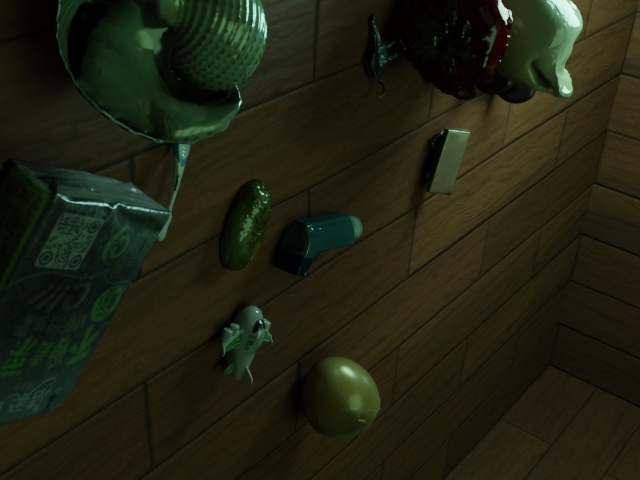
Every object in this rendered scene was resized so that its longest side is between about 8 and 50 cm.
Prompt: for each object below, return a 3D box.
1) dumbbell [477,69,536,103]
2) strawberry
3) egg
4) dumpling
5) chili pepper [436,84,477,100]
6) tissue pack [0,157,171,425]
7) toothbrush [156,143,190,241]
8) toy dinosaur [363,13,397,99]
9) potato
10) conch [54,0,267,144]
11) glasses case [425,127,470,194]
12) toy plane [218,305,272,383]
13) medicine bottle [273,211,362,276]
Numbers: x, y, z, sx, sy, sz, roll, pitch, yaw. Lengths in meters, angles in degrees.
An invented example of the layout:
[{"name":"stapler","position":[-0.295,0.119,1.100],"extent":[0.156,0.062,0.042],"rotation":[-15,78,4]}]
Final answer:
[{"name":"dumbbell","position":[0.522,-0.465,2.422],"extent":[0.225,0.124,0.140],"rotation":[-1,113,-57]},{"name":"strawberry","position":[0.309,-0.488,1.961],"extent":[0.220,0.274,0.274],"rotation":[-35,140,-63]},{"name":"egg","position":[0.049,0.405,2.242],"extent":[0.201,0.201,0.244],"rotation":[-45,131,-31]},{"name":"dumpling","position":[0.503,-0.532,2.101],"extent":[0.395,0.233,0.315],"rotation":[58,21,-11]},{"name":"chili pepper","position":[0.391,-0.527,2.177],"extent":[0.338,0.131,0.134],"rotation":[-64,150,-14]},{"name":"tissue pack","position":[-0.419,0.087,1.274],"extent":[0.394,0.124,0.288],"rotation":[-60,159,10]},{"name":"toothbrush","position":[-0.242,-0.181,1.532],"extent":[0.040,0.040,0.386],"rotation":[1,110,-57]},{"name":"toy dinosaur","position":[0.133,-0.415,1.940],"extent":[0.080,0.045,0.197],"rotation":[-27,126,-32]},{"name":"potato","position":[-0.146,-0.026,1.778],"extent":[0.197,0.054,0.119],"rotation":[-65,152,0]},{"name":"conch","position":[-0.248,-0.299,1.279],"extent":[0.319,0.215,0.302],"rotation":[23,85,-28]},{"name":"glasses case","position":[0.326,-0.224,2.365],"extent":[0.103,0.070,0.193],"rotation":[3,114,-28]},{"name":"toy plane","position":[-0.164,0.226,1.902],"extent":[0.174,0.080,0.174],"rotation":[-34,135,-42]},{"name":"medicine bottle","position":[0.000,0.000,1.993],"extent":[0.258,0.079,0.124],"rotation":[-16,121,-53]}]
